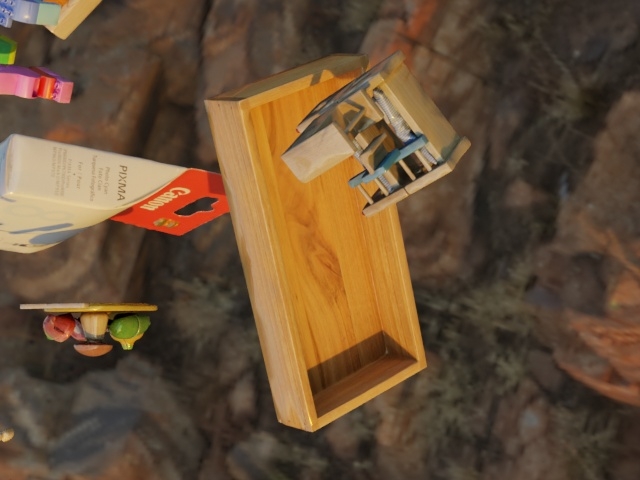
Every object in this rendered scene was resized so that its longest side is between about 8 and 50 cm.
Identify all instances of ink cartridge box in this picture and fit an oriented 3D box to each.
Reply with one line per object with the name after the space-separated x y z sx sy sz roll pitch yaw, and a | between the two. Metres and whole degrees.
-0.311 -0.038 2.029 0.308 0.385 0.091 -22 61 56 | ink cartridge box

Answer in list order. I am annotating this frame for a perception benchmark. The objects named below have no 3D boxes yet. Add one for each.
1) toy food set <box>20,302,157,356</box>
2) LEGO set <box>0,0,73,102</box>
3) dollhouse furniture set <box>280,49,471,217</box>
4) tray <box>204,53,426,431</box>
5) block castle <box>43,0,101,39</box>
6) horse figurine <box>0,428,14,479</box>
-0.309 0.121 1.952 0.128 0.218 0.071 -2 86 25 | toy food set
-0.317 -0.201 1.285 0.227 0.093 0.087 29 112 40 | LEGO set
0.041 -0.082 1.481 0.129 0.129 0.183 -30 13 37 | dollhouse furniture set
0.000 0.000 1.731 0.076 0.203 0.410 10 117 48 | tray
-0.413 -0.470 1.731 0.303 0.453 0.213 39 87 25 | block castle
-0.325 0.291 1.378 0.066 0.174 0.263 -26 82 24 | horse figurine
